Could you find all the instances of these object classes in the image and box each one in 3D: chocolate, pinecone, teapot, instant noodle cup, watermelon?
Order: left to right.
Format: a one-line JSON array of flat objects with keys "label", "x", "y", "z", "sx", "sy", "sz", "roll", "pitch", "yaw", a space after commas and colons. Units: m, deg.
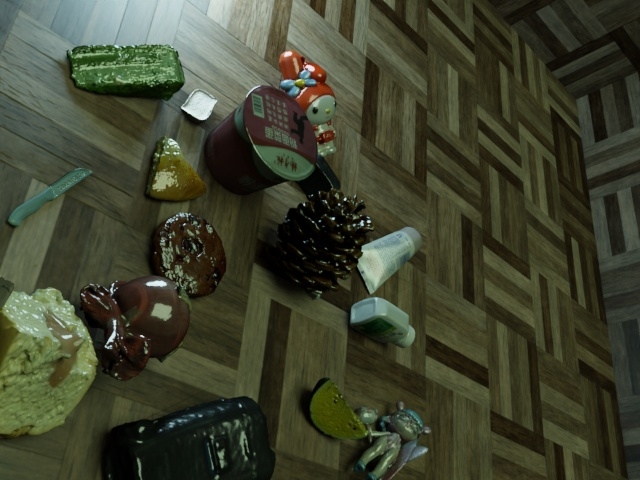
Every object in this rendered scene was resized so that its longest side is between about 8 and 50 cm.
[{"label": "chocolate", "x": -0.286, "y": -0.311, "z": 1.650, "sx": 0.064, "sy": 0.031, "sz": 0.100, "roll": 30, "pitch": 45, "yaw": -14}, {"label": "instant noodle cup", "x": -0.145, "y": -0.219, "z": 1.648, "sx": 0.235, "sy": 0.178, "sz": 0.234, "roll": 25, "pitch": 54, "yaw": -40}, {"label": "teapot", "x": -0.002, "y": -0.172, "z": 1.868, "sx": 0.177, "sy": 0.087, "sz": 0.096, "roll": 53, "pitch": 36, "yaw": -17}, {"label": "pinecone", "x": 0.000, "y": 0.000, "z": 1.668, "sx": 0.224, "sy": 0.272, "sz": 0.224, "roll": 23, "pitch": 28, "yaw": -13}, {"label": "watermelon", "x": 0.021, "y": 0.397, "z": 1.615, "sx": 0.075, "sy": 0.092, "sz": 0.181, "roll": -48, "pitch": 118, "yaw": -34}]

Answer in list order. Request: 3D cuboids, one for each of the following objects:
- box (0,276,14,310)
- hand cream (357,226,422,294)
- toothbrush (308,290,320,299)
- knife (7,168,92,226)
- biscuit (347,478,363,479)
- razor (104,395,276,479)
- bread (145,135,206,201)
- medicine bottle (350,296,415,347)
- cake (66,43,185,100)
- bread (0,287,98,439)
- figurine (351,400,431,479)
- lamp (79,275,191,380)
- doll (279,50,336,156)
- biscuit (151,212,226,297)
[{"label": "box", "x": -0.588, "y": 0.152, "z": 0.921, "sx": 0.190, "sy": 0.225, "sz": 0.297, "roll": 39, "pitch": 47, "yaw": -33}, {"label": "hand cream", "x": 0.189, "y": 0.046, "z": 1.998, "sx": 0.248, "sy": 0.083, "sz": 0.133, "roll": -27, "pitch": 93, "yaw": -40}, {"label": "toothbrush", "x": 0.011, "y": 0.004, "z": 1.843, "sx": 0.030, "sy": 0.025, "sz": 0.342, "roll": 36, "pitch": 49, "yaw": -30}, {"label": "knife", "x": -0.500, "y": -0.086, "z": 1.306, "sx": 0.028, "sy": 0.015, "sz": 0.210, "roll": 49, "pitch": 41, "yaw": -11}, {"label": "biscuit", "x": 0.088, "y": 0.605, "z": 1.610, "sx": 0.183, "sy": 0.061, "sz": 0.118, "roll": 5, "pitch": 67, "yaw": -47}, {"label": "razor", "x": -0.233, "y": 0.398, "z": 1.301, "sx": 0.327, "sy": 0.107, "sz": 0.189, "roll": 1, "pitch": 72, "yaw": -48}, {"label": "bread", "x": -0.323, "y": -0.134, "z": 1.505, "sx": 0.154, "sy": 0.054, "sz": 0.136, "roll": 53, "pitch": 44, "yaw": -13}, {"label": "medicine bottle", "x": 0.168, "y": 0.218, "z": 1.844, "sx": 0.183, "sy": 0.119, "sz": 0.069, "roll": 34, "pitch": 46, "yaw": -37}, {"label": "cake", "x": -0.423, "y": -0.355, "z": 1.514, "sx": 0.235, "sy": 0.099, "sz": 0.100, "roll": -10, "pitch": 80, "yaw": -30}, {"label": "bread", "x": -0.490, "y": 0.199, "z": 1.130, "sx": 0.184, "sy": 0.224, "sz": 0.211, "roll": 24, "pitch": 96, "yaw": -48}, {"label": "figurine", "x": 0.150, "y": 0.488, "z": 1.726, "sx": 0.205, "sy": 0.103, "sz": 0.260, "roll": 35, "pitch": 37, "yaw": 18}, {"label": "lamp", "x": -0.323, "y": 0.156, "z": 1.278, "sx": 0.223, "sy": 0.151, "sz": 0.215, "roll": -17, "pitch": 47, "yaw": -36}, {"label": "doll", "x": -0.031, "y": -0.368, "z": 1.891, "sx": 0.161, "sy": 0.130, "sz": 0.290, "roll": -26, "pitch": 107, "yaw": -38}, {"label": "biscuit", "x": -0.273, "y": 0.032, "z": 1.484, "sx": 0.192, "sy": 0.049, "sz": 0.192, "roll": 21, "pitch": 61, "yaw": -44}]
